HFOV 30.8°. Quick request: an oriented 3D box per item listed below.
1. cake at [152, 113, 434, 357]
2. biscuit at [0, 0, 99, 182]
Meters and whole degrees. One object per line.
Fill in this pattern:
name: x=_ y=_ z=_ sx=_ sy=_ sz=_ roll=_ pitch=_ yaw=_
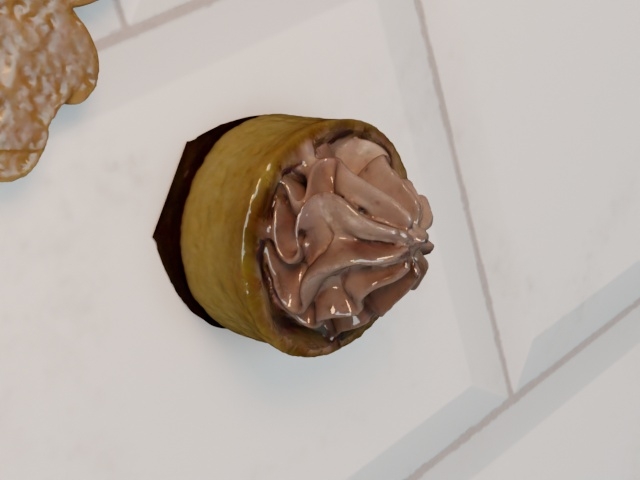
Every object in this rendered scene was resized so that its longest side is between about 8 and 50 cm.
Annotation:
cake: x=0.000 y=0.000 z=0.896 sx=0.207 sy=0.178 sz=0.185 roll=-14 pitch=108 yaw=-33
biscuit: x=-0.217 y=-0.185 z=0.769 sx=0.202 sy=0.044 sz=0.289 roll=4 pitch=98 yaw=-39
